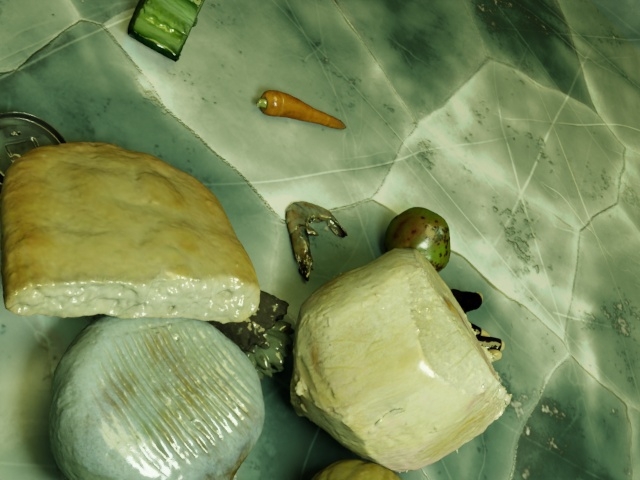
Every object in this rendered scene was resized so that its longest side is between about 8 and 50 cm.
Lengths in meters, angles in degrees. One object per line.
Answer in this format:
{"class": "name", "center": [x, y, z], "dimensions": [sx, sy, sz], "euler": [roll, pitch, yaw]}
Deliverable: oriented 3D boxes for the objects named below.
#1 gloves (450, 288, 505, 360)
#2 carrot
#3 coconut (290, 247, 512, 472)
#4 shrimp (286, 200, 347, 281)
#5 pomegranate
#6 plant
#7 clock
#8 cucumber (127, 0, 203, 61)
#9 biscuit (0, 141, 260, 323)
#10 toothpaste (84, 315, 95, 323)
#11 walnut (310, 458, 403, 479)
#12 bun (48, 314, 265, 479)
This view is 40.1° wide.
{"class": "gloves", "center": [0.298, 0.195, 1.923], "dimensions": [0.301, 0.152, 0.197], "euler": [20, 81, -38]}
{"class": "carrot", "center": [-0.039, -0.301, 2.035], "dimensions": [0.257, 0.061, 0.061], "euler": [8, 60, -35]}
{"class": "coconut", "center": [0.113, 0.232, 1.621], "dimensions": [0.404, 0.404, 0.404], "euler": [17, 56, -27]}
{"class": "shrimp", "center": [-0.002, 0.002, 1.903], "dimensions": [0.148, 0.035, 0.195], "euler": [8, 59, -35]}
{"class": "pomegranate", "center": [0.226, -0.002, 1.997], "dimensions": [0.159, 0.159, 0.205], "euler": [44, 23, -6]}
{"class": "plant", "center": [-0.131, 0.162, 1.651], "dimensions": [0.194, 0.129, 0.132], "euler": [43, 48, -3]}
{"class": "clock", "center": [-0.545, -0.146, 1.594], "dimensions": [0.184, 0.040, 0.184], "euler": [18, 57, -29]}
{"class": "cucumber", "center": [-0.314, -0.496, 1.873], "dimensions": [0.130, 0.191, 0.191], "euler": [25, 52, -22]}
{"class": "biscuit", "center": [-0.324, -0.029, 1.499], "dimensions": [0.429, 0.104, 0.446], "euler": [8, 37, -27]}
{"class": "toothpaste", "center": [-0.424, 0.110, 1.552], "dimensions": [0.024, 0.015, 0.083], "euler": [-18, 71, -49]}
{"class": "walnut", "center": [0.055, 0.520, 1.511], "dimensions": [0.227, 0.283, 0.283], "euler": [69, 29, -46]}
{"class": "bun", "center": [-0.268, 0.280, 1.426], "dimensions": [0.362, 0.211, 0.362], "euler": [18, 47, -20]}
